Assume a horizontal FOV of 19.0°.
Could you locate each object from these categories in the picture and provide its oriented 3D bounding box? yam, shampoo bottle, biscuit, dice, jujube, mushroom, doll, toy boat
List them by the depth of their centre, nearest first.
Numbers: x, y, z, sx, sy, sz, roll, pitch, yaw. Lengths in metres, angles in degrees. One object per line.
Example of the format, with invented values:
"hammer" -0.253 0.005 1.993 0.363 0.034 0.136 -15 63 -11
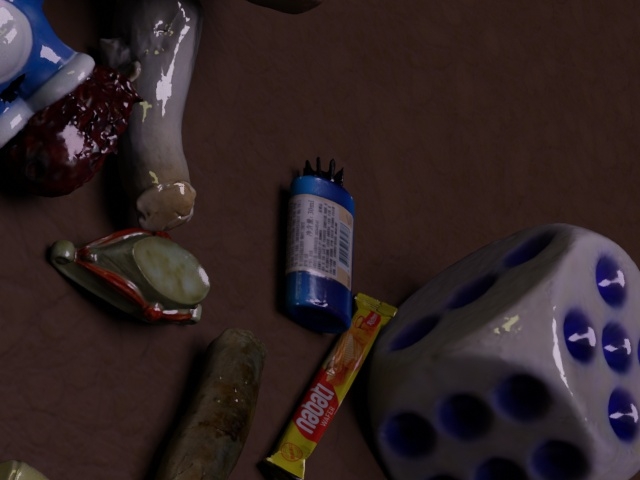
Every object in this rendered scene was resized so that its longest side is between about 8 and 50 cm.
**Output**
"doll" -0.305 -0.197 1.552 0.257 0.215 0.161 51 -5 -12
"jujube" -0.225 -0.100 1.688 0.104 0.104 0.166 58 24 -17
"yam" -0.111 0.208 1.714 0.067 0.071 0.317 21 49 -3
"toy boat" -0.158 0.034 1.730 0.185 0.071 0.089 29 55 -43
"mushroom" -0.153 -0.136 1.798 0.099 0.096 0.278 26 57 -49
"biscuit" 0.011 0.147 1.936 0.048 0.026 0.292 30 41 1
"shampoo bottle" 0.000 0.000 1.979 0.087 0.050 0.183 29 53 -41
"dice" 0.211 0.148 2.017 0.243 0.259 0.251 58 37 -15

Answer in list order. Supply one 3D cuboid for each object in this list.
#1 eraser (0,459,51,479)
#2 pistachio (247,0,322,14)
"eraser" -0.223 0.246 1.498 0.172 0.117 0.058 46 42 -32
"pistachio" -0.093 -0.402 1.816 0.445 0.281 0.365 -117 -176 -45
